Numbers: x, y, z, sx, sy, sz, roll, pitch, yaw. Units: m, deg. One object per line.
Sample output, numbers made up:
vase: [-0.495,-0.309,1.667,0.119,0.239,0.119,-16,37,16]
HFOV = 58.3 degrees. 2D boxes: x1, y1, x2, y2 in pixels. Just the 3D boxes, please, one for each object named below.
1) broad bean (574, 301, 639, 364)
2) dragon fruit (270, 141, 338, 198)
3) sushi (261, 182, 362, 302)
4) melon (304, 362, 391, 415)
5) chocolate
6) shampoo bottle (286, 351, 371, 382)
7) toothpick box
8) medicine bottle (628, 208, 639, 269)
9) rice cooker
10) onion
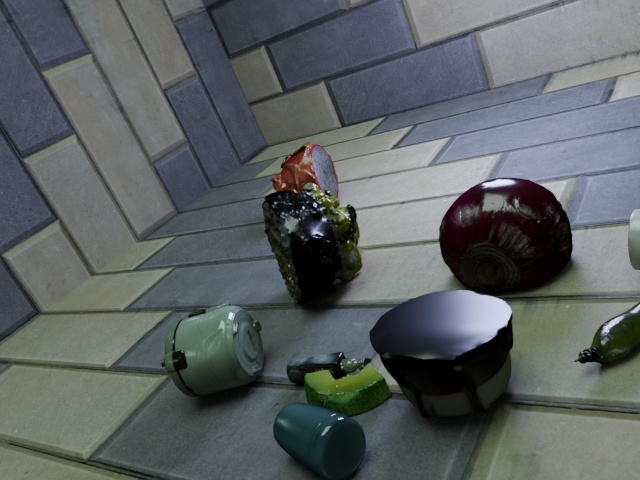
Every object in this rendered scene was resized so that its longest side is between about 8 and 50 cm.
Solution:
broad bean: [0.622,0.157,1.101,0.339,0.061,0.077,-27,29,-7]
dragon fruit: [-0.074,-0.259,2.488,0.226,0.305,0.305,-17,22,23]
sushi: [0.000,0.000,1.772,0.286,0.327,0.329,-17,18,-13]
melon: [0.052,0.333,1.284,0.210,0.064,0.118,-15,18,15]
chocolate: [0.254,0.235,1.133,0.284,0.186,0.283,-15,15,4]
shampoo bottle: [0.020,0.306,1.382,0.208,0.057,0.063,-12,21,26]
toothpick box: [-0.010,0.389,1.137,0.120,0.120,0.184,-38,23,-31]
medicine bottle: [0.795,-0.007,1.156,0.293,0.170,0.170,-1,31,43]
rice cooker: [-0.285,0.291,1.518,0.244,0.226,0.226,-20,22,15]
onion: [0.448,-0.027,1.460,0.337,0.260,0.282,2,38,47]
